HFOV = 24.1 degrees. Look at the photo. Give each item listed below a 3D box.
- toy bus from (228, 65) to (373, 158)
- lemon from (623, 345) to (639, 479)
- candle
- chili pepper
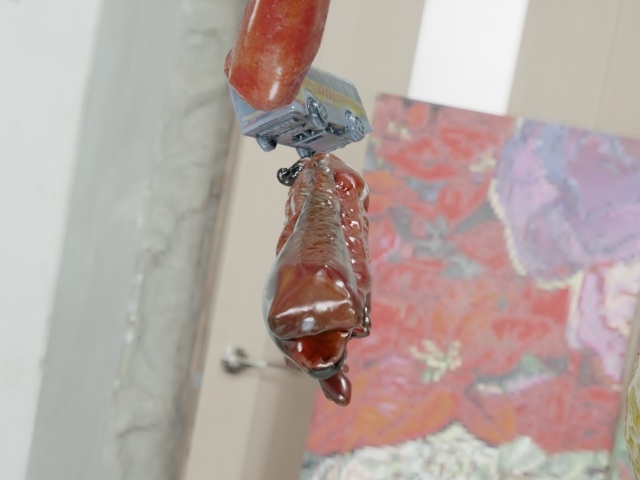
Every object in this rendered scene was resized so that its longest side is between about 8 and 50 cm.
[{"bbox_3d":[-0.014,-0.117,1.326,0.064,0.075,0.190,-21,-12,21],"label":"toy bus"},{"bbox_3d":[0.268,0.062,0.612,0.258,0.310,0.258,17,40,-15],"label":"lemon"},{"bbox_3d":[0.000,0.000,0.834,0.059,0.084,0.301,1,23,-1],"label":"candle"},{"bbox_3d":[-0.031,-0.161,1.138,0.070,0.123,0.073,6,29,-24],"label":"chili pepper"}]
